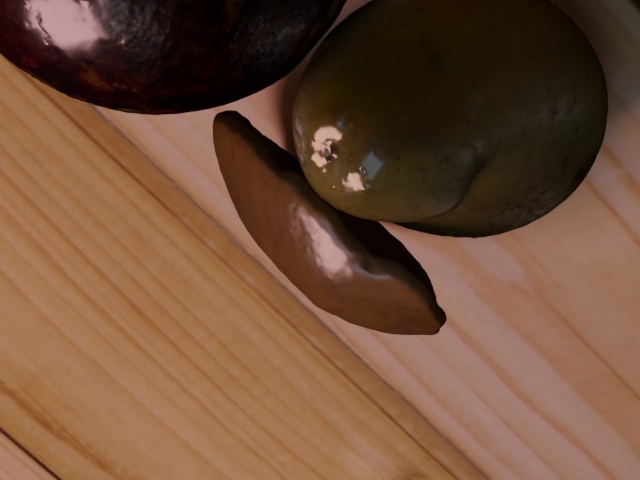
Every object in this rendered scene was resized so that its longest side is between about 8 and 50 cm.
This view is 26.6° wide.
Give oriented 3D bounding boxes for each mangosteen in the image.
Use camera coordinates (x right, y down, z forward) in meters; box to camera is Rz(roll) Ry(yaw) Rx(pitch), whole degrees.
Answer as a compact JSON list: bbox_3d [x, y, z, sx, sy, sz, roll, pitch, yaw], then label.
[{"bbox_3d":[-0.071,-0.204,0.673,0.231,0.231,0.289,29,127,-1],"label":"mangosteen"}]

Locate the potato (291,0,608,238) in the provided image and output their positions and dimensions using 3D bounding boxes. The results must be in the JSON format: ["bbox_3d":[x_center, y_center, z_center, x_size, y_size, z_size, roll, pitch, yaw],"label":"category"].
[{"bbox_3d":[0.064,-0.067,0.752,0.157,0.194,0.157,15,115,36],"label":"potato"}]

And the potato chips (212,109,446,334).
[{"bbox_3d":[-0.001,0.000,0.832,0.062,0.208,0.195,-46,142,5],"label":"potato chips"}]
